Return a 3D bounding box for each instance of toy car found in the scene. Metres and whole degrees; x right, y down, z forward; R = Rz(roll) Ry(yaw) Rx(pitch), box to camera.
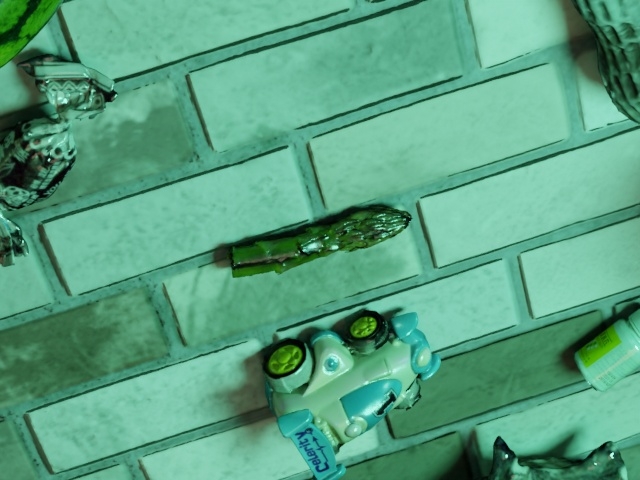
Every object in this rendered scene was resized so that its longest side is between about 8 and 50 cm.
[{"bbox_3d":[0.035,0.144,1.766,0.161,0.098,0.126,-23,133,5],"label":"toy car"}]

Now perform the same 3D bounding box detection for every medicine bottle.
[{"bbox_3d":[0.284,0.102,1.836,0.083,0.047,0.047,-40,128,16],"label":"medicine bottle"}]

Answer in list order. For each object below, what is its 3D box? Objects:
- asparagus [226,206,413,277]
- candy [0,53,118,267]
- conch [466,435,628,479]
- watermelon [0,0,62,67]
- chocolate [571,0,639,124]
[{"bbox_3d":[0.000,0.000,1.684,0.165,0.030,0.036,-16,103,-2],"label":"asparagus"},{"bbox_3d":[-0.244,-0.055,1.556,0.094,0.051,0.226,25,118,-28],"label":"candy"},{"bbox_3d":[0.243,0.318,1.881,0.313,0.240,0.186,-3,144,-30],"label":"conch"},{"bbox_3d":[-0.294,-0.223,1.257,0.285,0.285,0.285,-8,130,-10],"label":"watermelon"},{"bbox_3d":[0.259,-0.188,1.557,0.110,0.110,0.248,-28,135,7],"label":"chocolate"}]
